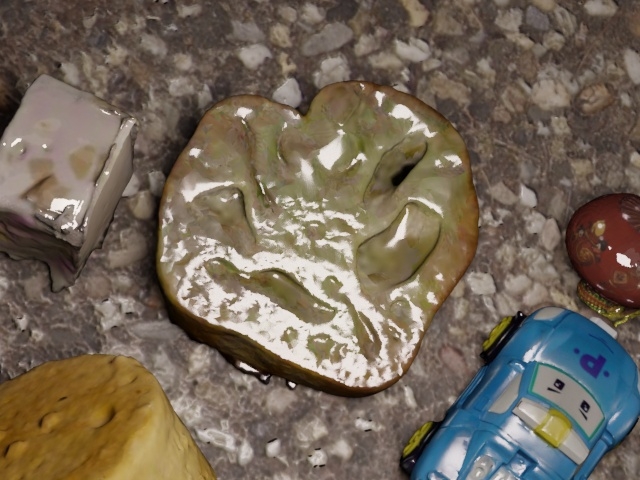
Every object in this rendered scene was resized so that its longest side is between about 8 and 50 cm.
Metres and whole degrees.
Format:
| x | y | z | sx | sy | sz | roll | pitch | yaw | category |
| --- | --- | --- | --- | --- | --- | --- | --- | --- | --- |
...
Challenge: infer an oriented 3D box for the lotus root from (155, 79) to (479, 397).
| x | y | z | sx | sy | sz | roll | pitch | yaw | category |
| --- | --- | --- | --- | --- | --- | --- | --- | --- | --- |
| 0.000 | 0.000 | 1.618 | 0.390 | 0.111 | 0.375 | -20 | 83 | -13 | lotus root |

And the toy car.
| x | y | z | sx | sy | sz | roll | pitch | yaw | category |
| --- | --- | --- | --- | --- | --- | --- | --- | --- | --- |
| 0.239 | 0.208 | 1.559 | 0.198 | 0.166 | 0.314 | 40 | 74 | 1 | toy car |

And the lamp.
| x | y | z | sx | sy | sz | roll | pitch | yaw | category |
| --- | --- | --- | --- | --- | --- | --- | --- | --- | --- |
| 0.355 | 0.023 | 1.640 | 0.156 | 0.135 | 0.157 | 7 | 43 | -34 | lamp |

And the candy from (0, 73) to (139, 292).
| x | y | z | sx | sy | sz | roll | pitch | yaw | category |
| --- | --- | --- | --- | --- | --- | --- | --- | --- | --- |
| -0.293 | -0.063 | 1.553 | 0.137 | 0.195 | 0.185 | 22 | 70 | -2 | candy |

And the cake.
| x | y | z | sx | sy | sz | roll | pitch | yaw | category |
| --- | --- | --- | --- | --- | --- | --- | --- | --- | --- |
| -0.241 | 0.327 | 1.437 | 0.332 | 0.332 | 0.321 | -30 | 118 | -13 | cake |
